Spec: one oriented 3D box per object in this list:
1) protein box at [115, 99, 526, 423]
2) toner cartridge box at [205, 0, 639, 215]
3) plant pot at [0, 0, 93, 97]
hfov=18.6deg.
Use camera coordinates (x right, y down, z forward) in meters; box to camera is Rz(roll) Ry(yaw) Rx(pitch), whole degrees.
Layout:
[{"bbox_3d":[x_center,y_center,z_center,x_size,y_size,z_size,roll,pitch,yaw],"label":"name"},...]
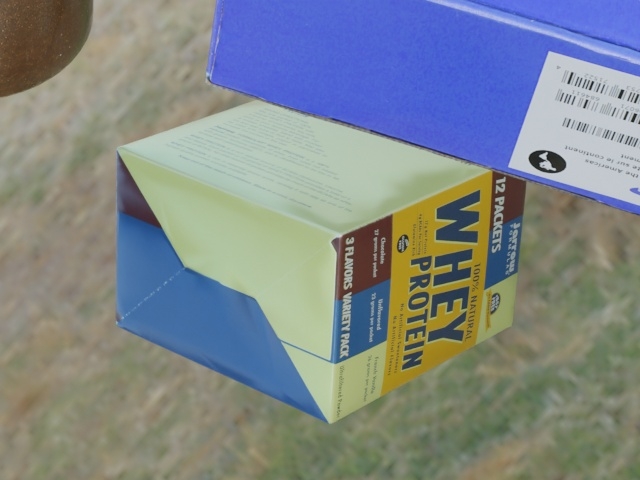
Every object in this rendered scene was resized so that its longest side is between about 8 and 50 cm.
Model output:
[{"bbox_3d":[0.000,0.000,1.329,0.199,0.136,0.201,21,30,35],"label":"protein box"},{"bbox_3d":[0.091,-0.179,0.641,0.075,0.165,0.348,107,-179,-58],"label":"toner cartridge box"},{"bbox_3d":[-0.243,-0.247,1.287,0.230,0.215,0.215,108,180,-46],"label":"plant pot"}]
